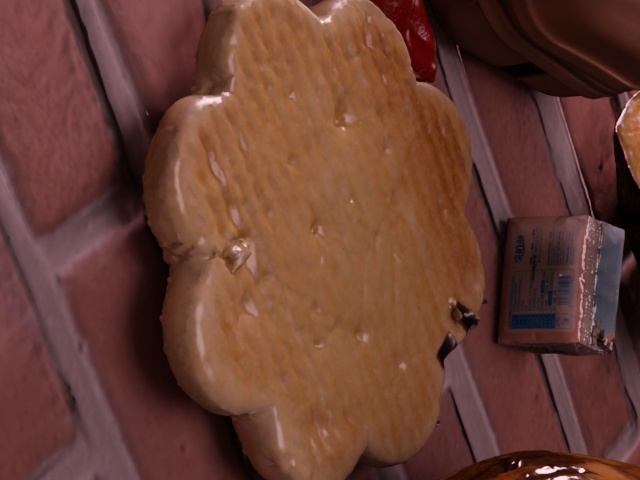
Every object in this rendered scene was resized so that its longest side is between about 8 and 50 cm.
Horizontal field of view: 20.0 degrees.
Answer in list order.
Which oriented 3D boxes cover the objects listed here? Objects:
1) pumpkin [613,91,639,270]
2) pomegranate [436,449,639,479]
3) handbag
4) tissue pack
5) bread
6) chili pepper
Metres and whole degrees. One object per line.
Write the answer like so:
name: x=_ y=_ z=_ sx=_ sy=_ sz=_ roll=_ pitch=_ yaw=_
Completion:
pumpkin: x=0.273 y=-0.013 z=1.405 sx=0.149 sy=0.130 sz=0.254 roll=19 pitch=47 yaw=-5
pomegranate: x=0.151 y=0.261 z=1.042 sx=0.322 sy=0.322 sz=0.322 roll=8 pitch=79 yaw=-51
handbag: x=0.208 y=-0.245 z=1.296 sx=0.283 sy=0.149 sz=0.301 roll=26 pitch=64 yaw=-45
tissue pack: x=0.167 y=0.033 z=1.268 sx=0.059 sy=0.074 sz=0.094 roll=20 pitch=73 yaw=-52
bread: x=0.000 y=0.000 z=1.079 sx=0.316 sy=0.054 sz=0.316 roll=6 pitch=82 yaw=-52
chili pepper: x=0.037 y=-0.161 z=1.146 sx=0.191 sy=0.050 sz=0.059 roll=53 pitch=31 yaw=-43
